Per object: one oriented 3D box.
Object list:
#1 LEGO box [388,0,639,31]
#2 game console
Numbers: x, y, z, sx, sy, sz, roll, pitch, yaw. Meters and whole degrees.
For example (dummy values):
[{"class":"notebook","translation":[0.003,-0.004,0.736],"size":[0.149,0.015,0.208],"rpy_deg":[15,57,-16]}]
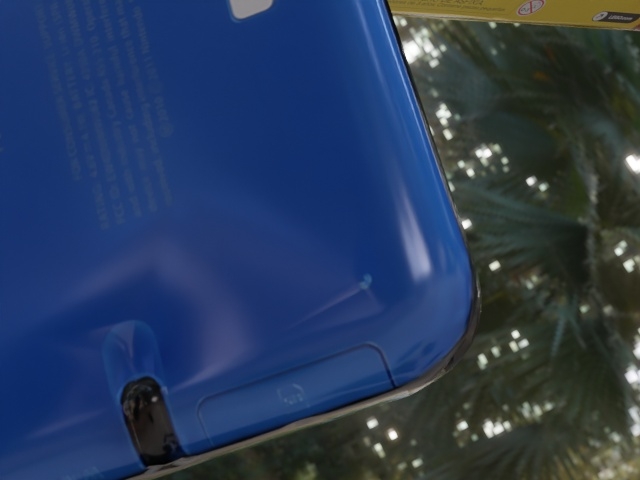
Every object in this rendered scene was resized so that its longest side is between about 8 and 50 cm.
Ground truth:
[{"class":"LEGO box","translation":[0.164,-0.315,0.772],"size":[0.500,0.193,0.372],"rpy_deg":[-4,-23,-39]},{"class":"game console","translation":[-0.089,-0.040,0.447],"size":[0.250,0.293,0.173],"rpy_deg":[-20,-20,10]}]
